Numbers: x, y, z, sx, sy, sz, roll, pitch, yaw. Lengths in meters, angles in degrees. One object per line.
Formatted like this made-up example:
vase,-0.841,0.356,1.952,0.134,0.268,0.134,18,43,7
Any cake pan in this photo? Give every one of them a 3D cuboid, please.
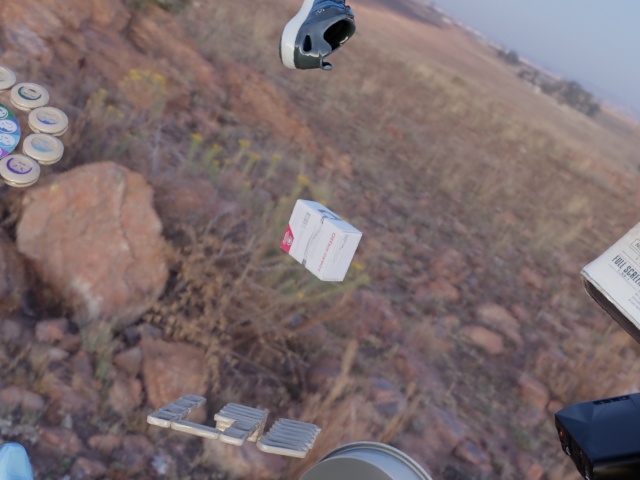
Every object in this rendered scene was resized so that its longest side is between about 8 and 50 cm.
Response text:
cake pan,0.053,0.435,1.344,0.293,0.293,0.054,39,16,36

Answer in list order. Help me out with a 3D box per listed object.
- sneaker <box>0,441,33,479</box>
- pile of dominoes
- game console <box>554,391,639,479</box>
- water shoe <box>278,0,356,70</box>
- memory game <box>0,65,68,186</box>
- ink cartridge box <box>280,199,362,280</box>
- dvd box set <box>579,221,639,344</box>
sneaker,-0.293,0.278,0.946,0.063,0.073,0.162,14,54,-51
pile of dominoes,-0.105,0.251,1.220,0.196,0.040,0.251,14,-1,5
game console,0.385,0.235,0.916,0.213,0.044,0.361,-9,17,-5
water shoe,0.014,-0.293,1.267,0.080,0.073,0.203,15,55,15
memory game,-0.325,-0.108,0.864,0.186,0.012,0.186,12,45,-13
ink cartridge box,0.000,0.000,1.880,0.063,0.109,0.150,7,22,-43
dvd box set,0.487,0.002,0.816,0.307,0.420,0.062,48,0,27
